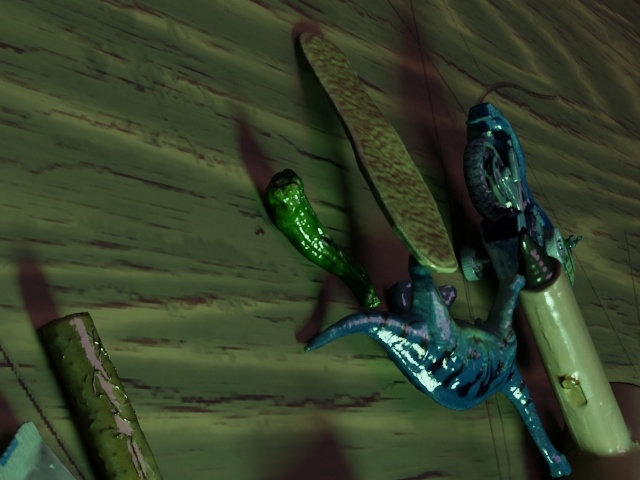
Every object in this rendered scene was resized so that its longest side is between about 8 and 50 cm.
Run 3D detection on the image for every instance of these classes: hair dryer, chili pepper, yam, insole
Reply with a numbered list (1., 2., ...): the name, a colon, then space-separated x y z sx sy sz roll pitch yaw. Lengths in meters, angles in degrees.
1. hair dryer: 0.224 0.136 1.209 0.344 0.106 0.189 63 27 -29
2. chili pepper: -0.003 0.002 0.980 0.118 0.035 0.055 55 1 -11
3. yam: -0.105 0.106 0.714 0.145 0.032 0.032 67 26 -3
4. insole: 0.046 -0.073 1.075 0.081 0.011 0.248 10 44 -49

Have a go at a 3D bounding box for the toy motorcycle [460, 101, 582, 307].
1. toy motorcycle: 0.192 -0.006 1.299 0.254 0.092 0.135 63 27 -26

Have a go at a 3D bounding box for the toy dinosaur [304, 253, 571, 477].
1. toy dinosaur: 0.100 0.078 1.082 0.329 0.076 0.144 31 50 -41

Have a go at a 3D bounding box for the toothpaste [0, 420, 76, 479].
1. toothpaste: -0.071 0.227 0.660 0.299 0.073 0.114 53 30 -16
